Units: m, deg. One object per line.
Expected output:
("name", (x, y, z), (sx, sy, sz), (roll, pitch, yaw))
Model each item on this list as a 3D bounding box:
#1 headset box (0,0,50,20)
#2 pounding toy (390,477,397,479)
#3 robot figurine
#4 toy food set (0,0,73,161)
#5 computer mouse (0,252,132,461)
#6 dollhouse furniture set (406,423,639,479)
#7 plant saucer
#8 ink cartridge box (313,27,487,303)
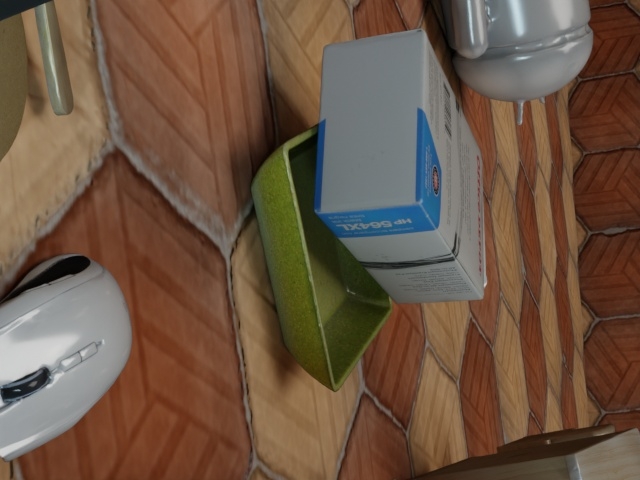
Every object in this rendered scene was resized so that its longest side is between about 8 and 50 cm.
("headset box", (-0.072, -0.257, 0.403), (0.110, 0.218, 0.293), (49, 28, -58))
("pounding toy", (0.071, 0.331, 0.779), (0.269, 0.155, 0.154), (56, 0, 18))
("robot figurine", (0.267, -0.346, 1.463), (0.300, 0.200, 0.353), (-29, 113, -44))
("toy food set", (-0.162, -0.086, 0.434), (0.192, 0.039, 0.132), (-63, 149, -69))
("computer mouse", (-0.127, 0.055, 0.463), (0.193, 0.042, 0.106), (-51, 131, -63))
("dollhouse furniture set", (0.256, 0.353, 1.043), (0.286, 0.198, 0.303), (-4, 78, -50))
("plant saucer", (0.000, 0.000, 0.833), (0.188, 0.045, 0.188), (-43, 124, -66))
("ink cartridge box", (0.071, -0.050, 0.848), (0.203, 0.086, 0.148), (49, 39, -59))
